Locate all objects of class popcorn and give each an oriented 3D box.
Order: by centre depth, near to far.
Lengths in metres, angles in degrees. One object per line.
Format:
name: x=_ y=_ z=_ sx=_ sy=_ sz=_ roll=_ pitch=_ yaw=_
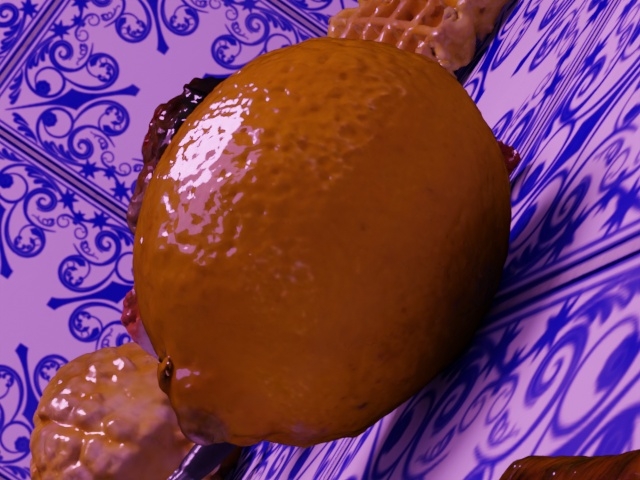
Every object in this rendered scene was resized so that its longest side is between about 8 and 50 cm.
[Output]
popcorn: x=-0.145 y=0.163 z=1.346 sx=0.180 sy=0.170 sz=0.180 roll=-32 pitch=1 yaw=1

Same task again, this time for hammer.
hammer: x=-0.081 y=0.162 z=1.261 sx=0.246 sy=0.103 sz=0.029 roll=-43 pitch=2 yaw=-16

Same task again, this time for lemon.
lemon: x=0.000 y=0.000 z=0.895 sx=0.257 sy=0.188 sz=0.188 roll=-63 pitch=9 yaw=-27

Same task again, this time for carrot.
carrot: x=0.082 y=0.078 z=0.502 sx=0.042 sy=0.042 sz=0.170 roll=-57 pitch=4 yaw=-9

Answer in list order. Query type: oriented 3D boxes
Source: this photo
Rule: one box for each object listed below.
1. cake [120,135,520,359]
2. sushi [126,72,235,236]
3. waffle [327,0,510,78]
cake: x=-0.013 y=0.010 z=1.100 sx=0.160 sy=0.158 sz=0.262 roll=-64 pitch=10 yaw=-29
sushi: x=-0.084 y=-0.040 z=1.651 sx=0.225 sy=0.219 sz=0.238 roll=-51 pitch=7 yaw=3
waffle: x=0.088 y=-0.216 z=1.639 sx=0.219 sy=0.057 sz=0.229 roll=-56 pitch=29 yaw=-5
